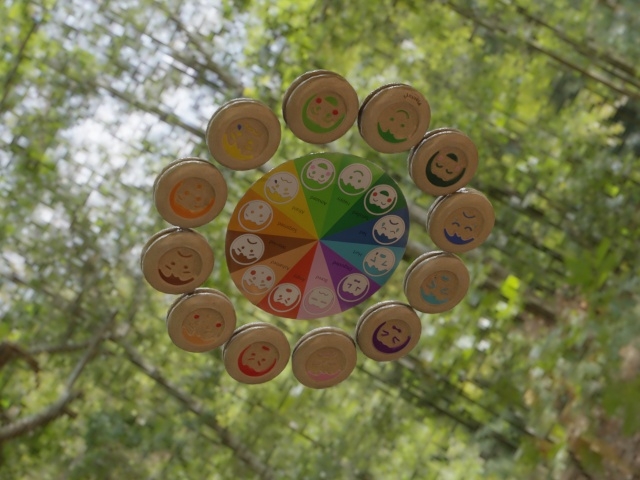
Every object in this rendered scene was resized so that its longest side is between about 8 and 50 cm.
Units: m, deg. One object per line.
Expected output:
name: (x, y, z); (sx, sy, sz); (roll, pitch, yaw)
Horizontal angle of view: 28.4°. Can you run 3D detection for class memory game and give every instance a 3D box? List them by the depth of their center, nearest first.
memory game: (0.000, 0.000, 0.645); (0.186, 0.186, 0.012); (-64, 26, 22)
